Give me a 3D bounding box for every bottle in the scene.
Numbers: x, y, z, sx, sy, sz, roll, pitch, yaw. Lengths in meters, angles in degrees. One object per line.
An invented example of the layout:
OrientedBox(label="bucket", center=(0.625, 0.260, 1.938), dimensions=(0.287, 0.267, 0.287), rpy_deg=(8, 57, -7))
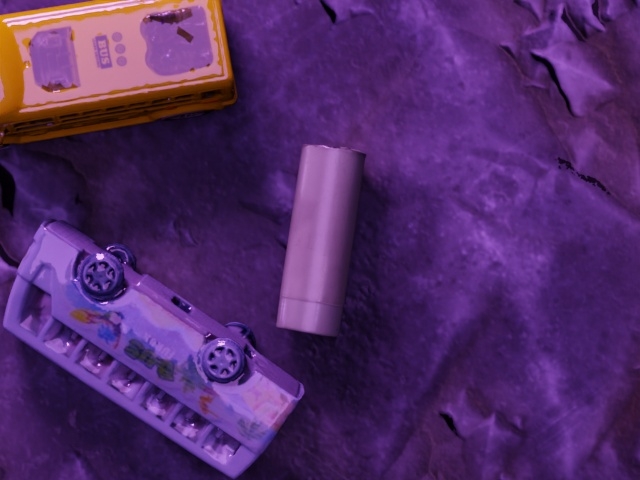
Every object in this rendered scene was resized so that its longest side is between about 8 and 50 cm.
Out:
OrientedBox(label="bottle", center=(0.000, 0.000, 1.844), dimensions=(0.072, 0.072, 0.201), rpy_deg=(9, 87, -4))

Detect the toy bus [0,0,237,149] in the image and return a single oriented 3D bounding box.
OrientedBox(label="toy bus", center=(-0.257, -0.182, 1.792), dimensions=(0.330, 0.152, 0.144), rpy_deg=(-10, 90, -5))

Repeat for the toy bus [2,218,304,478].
OrientedBox(label="toy bus", center=(-0.181, 0.112, 1.816), dimensions=(0.329, 0.109, 0.136), rpy_deg=(34, 97, -2))
